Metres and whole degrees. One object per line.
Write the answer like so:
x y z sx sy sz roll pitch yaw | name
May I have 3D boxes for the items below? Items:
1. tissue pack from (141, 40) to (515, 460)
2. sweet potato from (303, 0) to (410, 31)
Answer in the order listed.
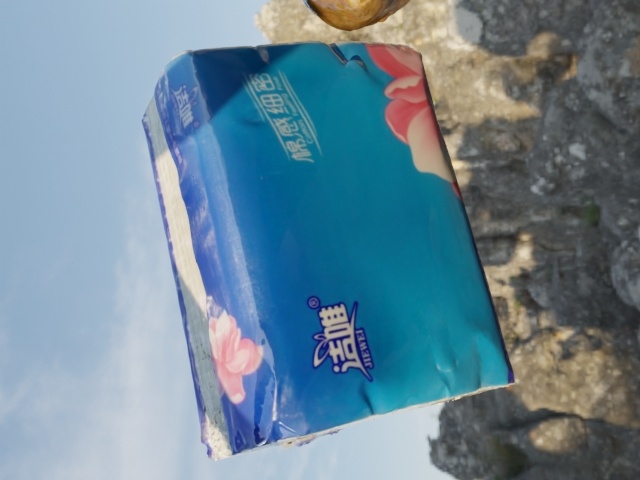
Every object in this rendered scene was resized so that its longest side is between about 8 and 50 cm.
0.000 0.000 0.517 0.137 0.209 0.270 135 125 -65 | tissue pack
0.020 -0.195 0.416 0.292 0.097 0.097 -103 -2 -53 | sweet potato
